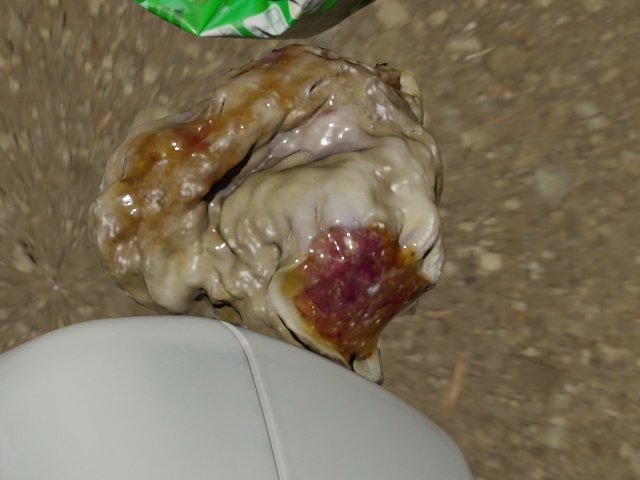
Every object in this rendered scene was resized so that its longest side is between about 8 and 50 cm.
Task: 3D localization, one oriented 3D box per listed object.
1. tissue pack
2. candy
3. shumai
[{"bbox_3d":[-0.068,0.197,0.666,0.236,0.229,0.333,17,51,-35],"label":"tissue pack"},{"bbox_3d":[-0.013,-0.175,1.339,0.141,0.203,0.078,-32,106,-44],"label":"candy"},{"bbox_3d":[-0.004,0.002,1.130,0.184,0.218,0.185,-41,72,23],"label":"shumai"}]
